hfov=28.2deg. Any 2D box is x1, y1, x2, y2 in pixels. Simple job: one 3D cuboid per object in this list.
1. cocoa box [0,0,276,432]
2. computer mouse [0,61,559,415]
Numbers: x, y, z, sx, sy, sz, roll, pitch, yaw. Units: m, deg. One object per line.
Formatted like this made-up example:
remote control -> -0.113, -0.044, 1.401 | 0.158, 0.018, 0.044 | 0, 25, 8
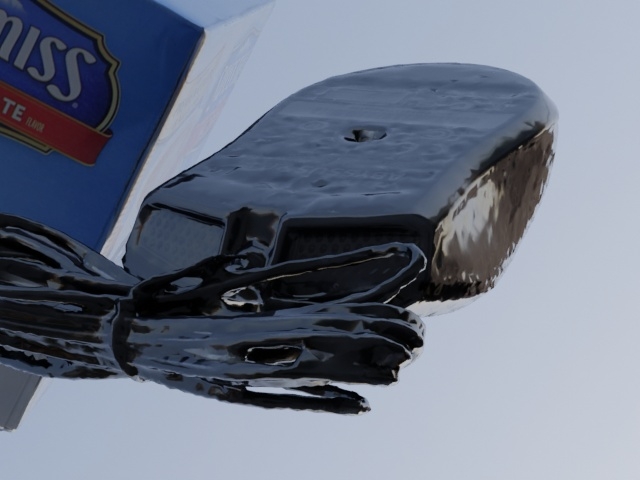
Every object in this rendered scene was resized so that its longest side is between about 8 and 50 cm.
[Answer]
cocoa box -> -0.186, -0.091, 0.744 | 0.231, 0.347, 0.228 | 28, -77, -3
computer mouse -> 0.000, 0.000, 0.471 | 0.272, 0.188, 0.072 | -35, -54, -52
